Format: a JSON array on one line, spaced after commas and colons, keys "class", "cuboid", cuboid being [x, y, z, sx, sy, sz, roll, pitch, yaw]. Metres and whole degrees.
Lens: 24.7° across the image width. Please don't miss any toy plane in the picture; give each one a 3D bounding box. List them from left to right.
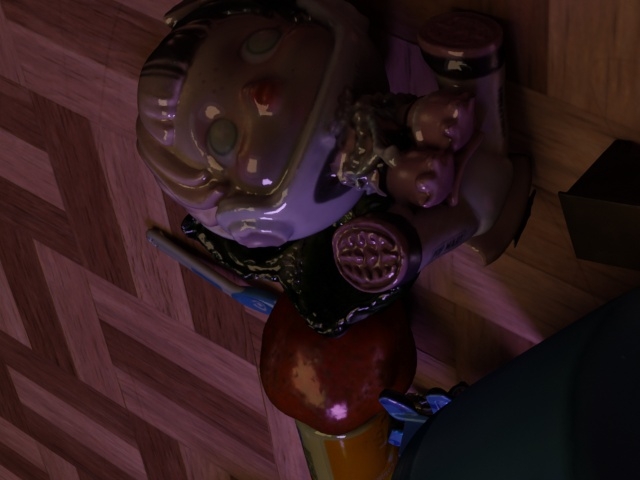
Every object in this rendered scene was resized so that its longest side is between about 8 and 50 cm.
[{"class": "toy plane", "cuboid": [0.187, 0.199, 1.537, 0.246, 0.078, 0.169, -3, 145, 9]}]

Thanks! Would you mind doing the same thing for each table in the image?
[{"class": "table", "cuboid": [0.260, -0.030, 1.208, 0.083, 0.082, 0.070, 12, 136, 43]}]

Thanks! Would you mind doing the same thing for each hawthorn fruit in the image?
[{"class": "hawthorn fruit", "cuboid": [0.021, 0.115, 1.597, 0.189, 0.189, 0.189, 31, 146, 24]}]

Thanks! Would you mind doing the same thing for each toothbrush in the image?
[{"class": "toothbrush", "cuboid": [-0.078, 0.069, 1.795, 0.386, 0.040, 0.040, 31, 147, 32]}]

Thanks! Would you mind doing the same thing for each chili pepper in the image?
[{"class": "chili pepper", "cuboid": [0.004, 0.006, 1.511, 0.265, 0.148, 0.116, 16, 137, 35]}]

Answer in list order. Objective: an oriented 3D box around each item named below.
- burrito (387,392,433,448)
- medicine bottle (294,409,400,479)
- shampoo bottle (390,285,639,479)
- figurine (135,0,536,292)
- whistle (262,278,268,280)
[{"class": "burrito", "cuboid": [0.210, 0.326, 1.654, 0.347, 0.107, 0.175, 57, 164, -12]}, {"class": "medicine bottle", "cuboid": [0.040, 0.257, 1.778, 0.124, 0.124, 0.239, 24, 146, 32]}, {"class": "shampoo bottle", "cuboid": [0.269, 0.234, 1.264, 0.331, 0.331, 0.342, 45, 149, 1]}, {"class": "figurine", "cuboid": [-0.004, -0.087, 1.320, 0.361, 0.253, 0.211, 18, 157, 27]}, {"class": "whistle", "cuboid": [-0.107, -0.061, 1.644, 0.126, 0.067, 0.258, -7, 126, 39]}]
